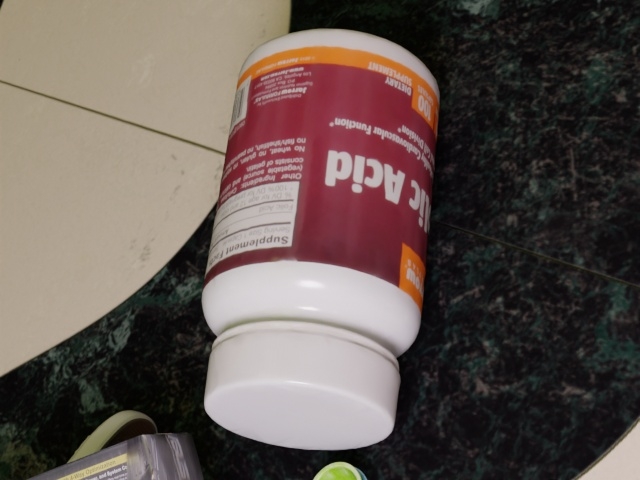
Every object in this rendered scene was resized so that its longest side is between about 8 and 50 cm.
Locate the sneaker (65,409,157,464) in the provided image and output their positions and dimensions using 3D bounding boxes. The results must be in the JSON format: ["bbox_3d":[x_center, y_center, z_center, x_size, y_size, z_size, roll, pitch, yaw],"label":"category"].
[{"bbox_3d":[-0.301,0.299,1.614,0.123,0.106,0.290,34,89,43],"label":"sneaker"}]

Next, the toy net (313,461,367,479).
[{"bbox_3d":[0.022,0.334,1.377,0.122,0.045,0.232,-33,48,19],"label":"toy net"}]

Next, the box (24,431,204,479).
[{"bbox_3d":[-0.271,0.405,1.462,0.395,0.097,0.318,-24,74,25],"label":"box"}]

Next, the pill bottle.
[{"bbox_3d":[0.000,0.000,1.471,0.224,0.224,0.392,-12,58,33],"label":"pill bottle"}]
